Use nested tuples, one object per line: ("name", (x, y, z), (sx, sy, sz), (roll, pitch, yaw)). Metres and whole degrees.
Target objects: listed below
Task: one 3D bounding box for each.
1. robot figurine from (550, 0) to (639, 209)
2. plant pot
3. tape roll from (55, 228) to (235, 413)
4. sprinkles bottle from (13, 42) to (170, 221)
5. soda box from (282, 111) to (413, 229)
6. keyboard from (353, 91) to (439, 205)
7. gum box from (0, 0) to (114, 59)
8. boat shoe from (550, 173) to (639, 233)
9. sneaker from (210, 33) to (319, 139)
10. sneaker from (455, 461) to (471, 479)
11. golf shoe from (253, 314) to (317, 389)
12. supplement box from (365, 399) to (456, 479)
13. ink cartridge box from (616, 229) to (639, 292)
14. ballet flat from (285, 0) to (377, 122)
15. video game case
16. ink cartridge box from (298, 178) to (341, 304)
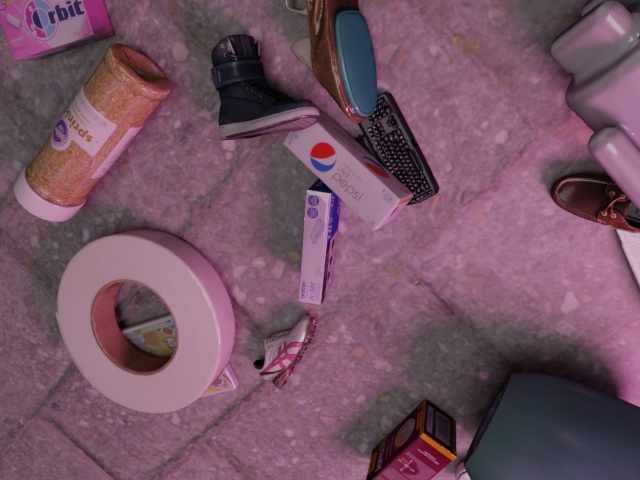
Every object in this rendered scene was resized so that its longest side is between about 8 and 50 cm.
("robot figurine", (0.472, -0.180, 0.642), (0.353, 0.200, 0.300), (43, 85, -3))
("plant pot", (0.385, 0.360, 0.829), (0.235, 0.293, 0.293), (28, 115, 20))
("tape roll", (-0.367, 0.168, 1.034), (0.392, 0.072, 0.392), (4, 104, 16))
("sprinkles bottle", (-0.422, -0.187, 0.914), (0.355, 0.121, 0.121), (-41, 96, 23))
("soda box", (0.045, -0.118, 0.815), (0.216, 0.074, 0.069), (45, 118, 12))
("keyboard", (0.116, -0.141, 0.838), (0.100, 0.038, 0.192), (-26, 101, 22))
("gum box", (-0.475, -0.393, 0.881), (0.188, 0.062, 0.107), (-8, 107, 17))
("boat shoe", (0.456, -0.052, 0.750), (0.207, 0.073, 0.073), (17, 105, 19))
("sneaker", (-0.095, -0.248, 0.785), (0.226, 0.086, 0.163), (5, 102, 44))
("sneaker", (0.396, 0.500, 0.974), (0.258, 0.091, 0.094), (9, 112, 11))
("golf shoe", (-0.074, 0.217, 1.003), (0.086, 0.067, 0.186), (32, 115, 3))
("supplement box", (0.180, 0.425, 0.995), (0.081, 0.104, 0.188), (37, 114, 0))
("ink cartridge box", (0.579, 0.003, 0.776), (0.189, 0.066, 0.232), (-24, 81, 21))
("ballet flat", (0.004, -0.349, 0.759), (0.124, 0.116, 0.342), (2, 111, 35))
("video game case", (-0.320, 0.262, 1.106), (0.227, 0.026, 0.206), (-19, 104, 20))
("ink cartridge box", (0.000, 0.000, 0.887), (0.046, 0.097, 0.207), (9, 112, 11))
